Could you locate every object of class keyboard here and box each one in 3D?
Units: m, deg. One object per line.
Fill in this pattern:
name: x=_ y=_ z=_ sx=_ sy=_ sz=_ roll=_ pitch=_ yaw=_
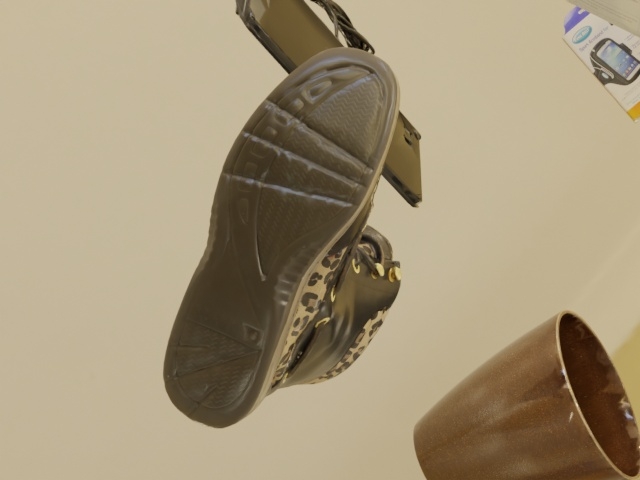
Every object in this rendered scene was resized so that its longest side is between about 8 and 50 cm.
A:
keyboard: x=0.010 y=-0.186 z=1.604 sx=0.033 sy=0.201 sz=0.317 roll=-25 pitch=-50 yaw=25

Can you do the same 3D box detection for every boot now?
boot: x=0.000 y=0.000 z=1.533 sx=0.377 sy=0.138 sz=0.284 roll=-68 pitch=-19 yaw=7

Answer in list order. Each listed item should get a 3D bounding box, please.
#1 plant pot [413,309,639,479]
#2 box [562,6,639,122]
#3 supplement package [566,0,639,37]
plant pot: x=0.237 y=0.226 z=1.868 sx=0.230 sy=0.215 sz=0.215 roll=-26 pitch=-34 yaw=23
box: x=0.321 y=-0.201 z=1.639 sx=0.081 sy=0.136 sz=0.028 roll=-40 pitch=-15 yaw=9
supplement package: x=0.313 y=-0.305 z=1.479 sx=0.105 sy=0.105 sz=0.179 roll=-27 pitch=-45 yaw=-30
